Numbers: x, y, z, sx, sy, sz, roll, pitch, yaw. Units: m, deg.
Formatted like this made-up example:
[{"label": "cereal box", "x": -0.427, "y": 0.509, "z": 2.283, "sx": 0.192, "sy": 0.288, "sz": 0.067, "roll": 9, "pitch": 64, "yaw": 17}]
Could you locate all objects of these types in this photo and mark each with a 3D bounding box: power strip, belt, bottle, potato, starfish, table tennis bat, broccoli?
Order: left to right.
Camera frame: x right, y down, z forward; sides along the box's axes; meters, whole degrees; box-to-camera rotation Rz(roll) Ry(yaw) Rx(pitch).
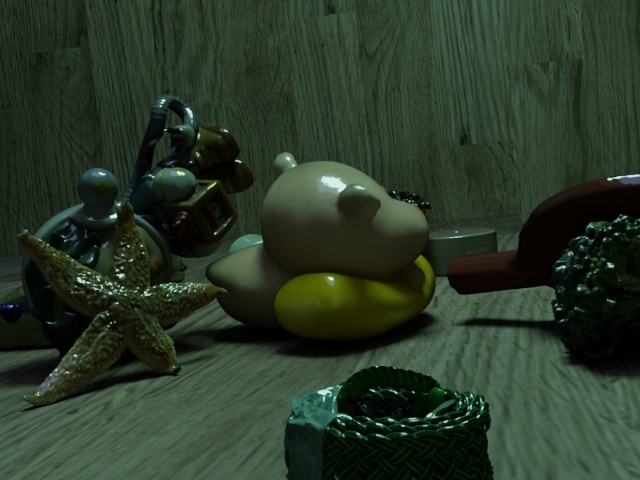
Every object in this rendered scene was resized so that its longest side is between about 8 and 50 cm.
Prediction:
[{"label": "potato", "x": -0.386, "y": 0.099, "z": 1.364, "sx": 0.255, "sy": 0.112, "sz": 0.269, "roll": -8, "pitch": 3, "yaw": -16}, {"label": "starfish", "x": -0.247, "y": 0.069, "z": 1.046, "sx": 0.295, "sy": 0.231, "sz": 0.048, "roll": -35, "pitch": 3, "yaw": -40}, {"label": "bottle", "x": -0.124, "y": 0.042, "z": 1.759, "sx": 0.104, "sy": 0.104, "sz": 0.245, "roll": -7, "pitch": 6, "yaw": -12}, {"label": "belt", "x": 0.044, "y": 0.129, "z": 0.619, "sx": 0.151, "sy": 0.079, "sz": 0.121, "roll": -3, "pitch": 6, "yaw": 39}, {"label": "power strip", "x": 0.262, "y": 0.020, "z": 1.733, "sx": 0.154, "sy": 0.078, "sz": 0.154, "roll": -5, "pitch": 6, "yaw": 1}, {"label": "table tennis bat", "x": 0.339, "y": 0.020, "z": 1.079, "sx": 0.415, "sy": 0.051, "sz": 0.268, "roll": -11, "pitch": -39, "yaw": 40}, {"label": "broccoli", "x": 0.389, "y": 0.061, "z": 0.914, "sx": 0.304, "sy": 0.145, "sz": 0.165, "roll": 6, "pitch": -3, "yaw": 13}]

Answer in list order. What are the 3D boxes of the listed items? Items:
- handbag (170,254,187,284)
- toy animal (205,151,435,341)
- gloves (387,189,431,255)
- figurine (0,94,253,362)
[{"label": "handbag", "x": -0.398, "y": 0.056, "z": 1.674, "sx": 0.283, "sy": 0.149, "sz": 0.302, "roll": -4, "pitch": 6, "yaw": -14}, {"label": "toy animal", "x": 0.016, "y": -0.002, "z": 1.243, "sx": 0.277, "sy": 0.246, "sz": 0.345, "roll": -7, "pitch": 5, "yaw": -32}, {"label": "gloves", "x": 0.092, "y": 0.015, "z": 1.609, "sx": 0.210, "sy": 0.135, "sz": 0.312, "roll": -29, "pitch": 8, "yaw": 45}, {"label": "figurine", "x": -0.237, "y": 0.001, "z": 1.204, "sx": 0.186, "sy": 0.261, "sz": 0.382, "roll": 4, "pitch": 41, "yaw": 50}]
